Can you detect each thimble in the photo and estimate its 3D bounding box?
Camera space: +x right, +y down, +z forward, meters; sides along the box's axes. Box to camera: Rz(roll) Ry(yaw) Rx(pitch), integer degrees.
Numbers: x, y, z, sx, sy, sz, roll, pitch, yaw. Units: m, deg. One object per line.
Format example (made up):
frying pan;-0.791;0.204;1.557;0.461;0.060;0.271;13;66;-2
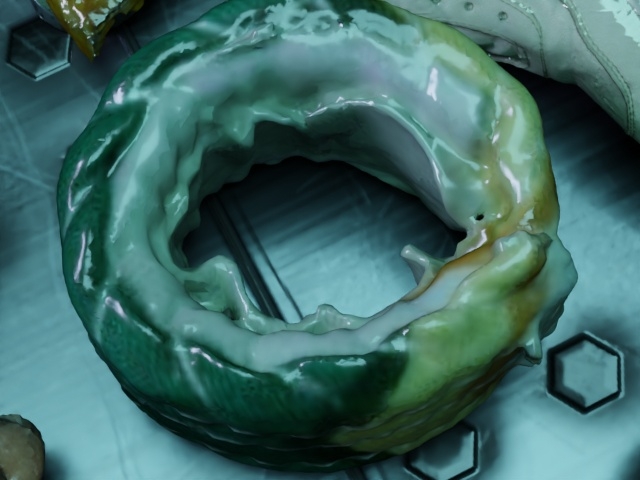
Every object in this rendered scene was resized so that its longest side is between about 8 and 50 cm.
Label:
thimble;0.000;0.000;0.864;0.288;0.167;0.254;11;73;7

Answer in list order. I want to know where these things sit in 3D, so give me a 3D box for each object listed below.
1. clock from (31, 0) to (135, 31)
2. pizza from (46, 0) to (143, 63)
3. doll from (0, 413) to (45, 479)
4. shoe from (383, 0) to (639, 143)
clock;-0.156;-0.178;1.013;0.085;0.017;0.085;-1;71;2
pizza;-0.127;-0.206;0.990;0.130;0.041;0.178;-19;70;-3
doll;-0.271;0.231;0.830;0.201;0.156;0.303;11;89;-36
shoe;0.096;-0.165;0.950;0.210;0.132;0.342;-32;73;1
